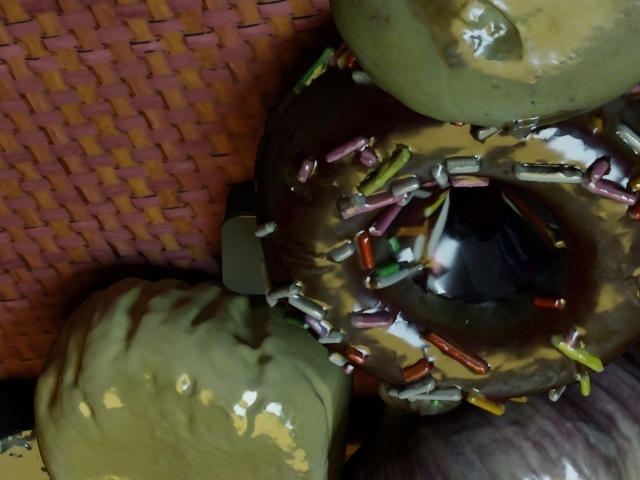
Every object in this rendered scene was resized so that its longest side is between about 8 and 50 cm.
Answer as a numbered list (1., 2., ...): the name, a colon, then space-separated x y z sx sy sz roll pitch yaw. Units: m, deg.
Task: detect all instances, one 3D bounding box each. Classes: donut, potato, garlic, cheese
1. donut: 0.087 -0.011 1.002 0.270 0.103 0.269 5 131 6
2. potato: 0.126 -0.146 0.815 0.262 0.165 0.165 -19 141 16
3. garlic: 0.105 0.131 1.167 0.160 0.245 0.245 49 131 -5
4. cheese: -0.088 0.128 1.200 0.214 0.117 0.226 13 128 2

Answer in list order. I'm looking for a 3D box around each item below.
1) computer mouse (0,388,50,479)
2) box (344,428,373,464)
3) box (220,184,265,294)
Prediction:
1. computer mouse: -0.280 0.195 1.362 0.295 0.087 0.168 -14 146 24
2. box: 0.060 0.293 1.326 0.193 0.301 0.084 0 -179 0
3. box: 0.000 0.000 1.126 0.126 0.031 0.091 1 145 0
